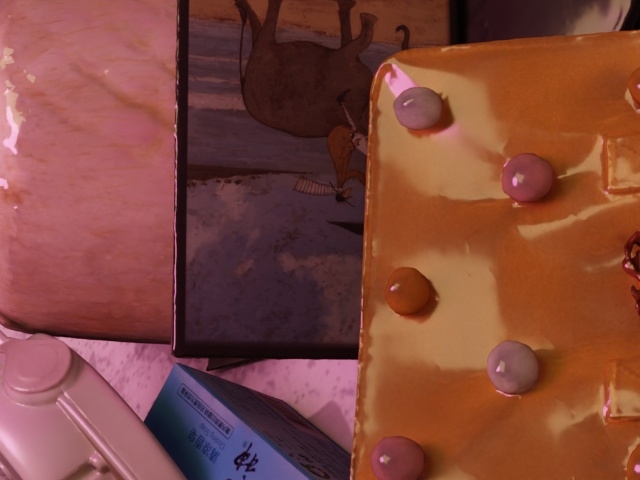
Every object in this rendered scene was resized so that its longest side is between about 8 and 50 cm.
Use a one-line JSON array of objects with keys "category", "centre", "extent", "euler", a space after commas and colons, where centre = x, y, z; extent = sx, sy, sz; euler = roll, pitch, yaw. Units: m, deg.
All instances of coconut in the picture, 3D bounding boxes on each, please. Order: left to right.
[{"category": "coconut", "centre": [-0.181, -0.079, 1.166], "extent": [0.415, 0.415, 0.345], "euler": [-44, 35, 19]}]

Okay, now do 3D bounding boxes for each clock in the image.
[{"category": "clock", "centre": [-0.229, 0.211, 1.078], "extent": [0.108, 0.265, 0.324], "euler": [-37, 74, -24]}]

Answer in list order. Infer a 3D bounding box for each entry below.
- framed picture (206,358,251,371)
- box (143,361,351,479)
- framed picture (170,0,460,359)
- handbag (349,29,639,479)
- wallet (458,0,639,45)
[{"category": "framed picture", "centre": [0.000, 0.000, 1.199], "extent": [0.293, 0.018, 0.231], "euler": [-18, 58, 38]}, {"category": "box", "centre": [-0.039, 0.203, 1.036], "extent": [0.232, 0.142, 0.083], "euler": [33, 94, 48]}, {"category": "framed picture", "centre": [0.003, -0.069, 1.015], "extent": [0.016, 0.265, 0.347], "euler": [156, 116, -70]}, {"category": "handbag", "centre": [0.170, 0.031, 0.887], "extent": [0.283, 0.133, 0.401], "euler": [-2, 70, 20]}, {"category": "wallet", "centre": [0.129, -0.214, 1.113], "extent": [0.377, 0.051, 0.197], "euler": [37, 107, 39]}]
